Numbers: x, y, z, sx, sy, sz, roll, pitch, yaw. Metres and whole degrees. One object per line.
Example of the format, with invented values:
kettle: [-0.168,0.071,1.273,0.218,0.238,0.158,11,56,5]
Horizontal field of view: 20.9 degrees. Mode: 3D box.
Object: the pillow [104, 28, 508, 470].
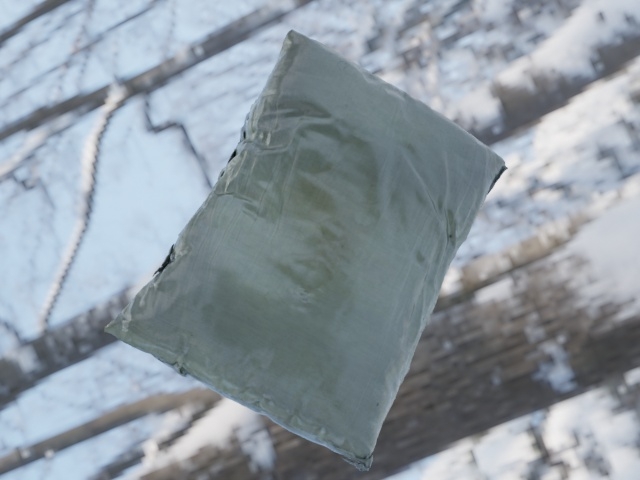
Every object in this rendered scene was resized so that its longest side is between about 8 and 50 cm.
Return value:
pillow: [0.000,0.000,0.915,0.050,0.148,0.230,106,-170,-54]
